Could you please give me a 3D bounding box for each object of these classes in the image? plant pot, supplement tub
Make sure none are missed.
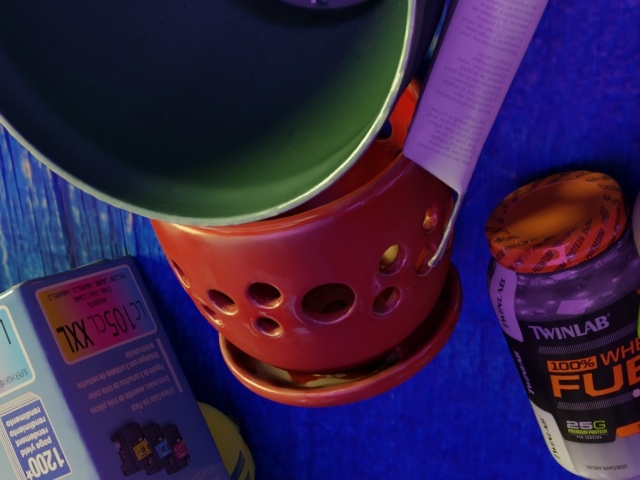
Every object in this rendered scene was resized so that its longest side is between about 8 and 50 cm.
[{"bbox_3d":[-0.048,-0.180,0.738,0.293,0.196,0.293,12,120,22],"label":"plant pot"},{"bbox_3d":[0.000,0.000,0.871,0.191,0.191,0.174,-5,127,20],"label":"plant pot"},{"bbox_3d":[0.181,0.056,0.900,0.117,0.117,0.190,-12,120,24],"label":"supplement tub"}]

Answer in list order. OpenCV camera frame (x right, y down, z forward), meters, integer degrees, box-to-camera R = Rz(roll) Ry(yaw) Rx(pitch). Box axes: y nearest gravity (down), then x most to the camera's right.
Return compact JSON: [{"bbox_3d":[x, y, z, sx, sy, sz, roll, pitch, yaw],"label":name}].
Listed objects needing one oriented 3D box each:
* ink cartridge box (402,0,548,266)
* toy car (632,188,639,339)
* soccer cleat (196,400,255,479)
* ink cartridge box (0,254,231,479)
[{"bbox_3d":[0.095,-0.134,0.727,0.045,0.223,0.224,20,126,2],"label":"ink cartridge box"},{"bbox_3d":[0.295,-0.013,0.796,0.149,0.188,0.155,30,130,48],"label":"toy car"},{"bbox_3d":[-0.116,0.257,1.123,0.093,0.121,0.289,15,127,5],"label":"soccer cleat"},{"bbox_3d":[-0.195,0.245,1.027,0.270,0.151,0.396,-26,88,30],"label":"ink cartridge box"}]
